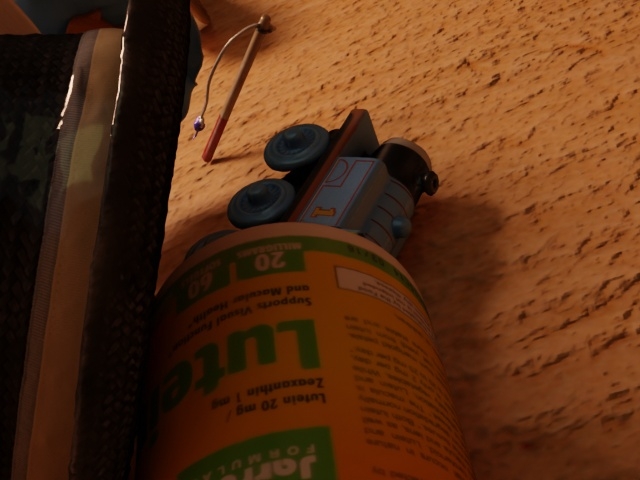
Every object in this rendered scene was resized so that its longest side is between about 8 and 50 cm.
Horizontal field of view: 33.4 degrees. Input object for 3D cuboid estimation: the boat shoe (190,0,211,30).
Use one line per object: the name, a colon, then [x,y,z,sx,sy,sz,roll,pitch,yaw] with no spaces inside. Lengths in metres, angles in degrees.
boat shoe: [-0.179,-0.239,1.042,0.096,0.098,0.277,-33,25,-2]

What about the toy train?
toy train: [0.000,0.000,0.615,0.105,0.080,0.184,7,46,30]

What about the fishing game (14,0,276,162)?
fishing game: [-0.156,-0.096,0.700,0.264,0.189,0.041,-4,48,-36]

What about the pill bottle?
pill bottle: [-0.004,0.113,0.413,0.136,0.136,0.245,-24,35,10]

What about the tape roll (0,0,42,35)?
tape roll: [-0.310,-0.006,0.578,0.392,0.392,0.072,-36,34,-8]

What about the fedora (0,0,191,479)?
fedora: [-0.154,0.024,0.470,0.153,0.334,0.334,8,35,-11]
